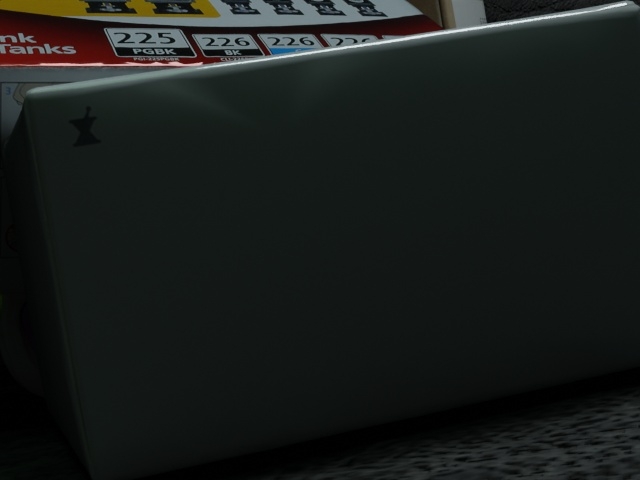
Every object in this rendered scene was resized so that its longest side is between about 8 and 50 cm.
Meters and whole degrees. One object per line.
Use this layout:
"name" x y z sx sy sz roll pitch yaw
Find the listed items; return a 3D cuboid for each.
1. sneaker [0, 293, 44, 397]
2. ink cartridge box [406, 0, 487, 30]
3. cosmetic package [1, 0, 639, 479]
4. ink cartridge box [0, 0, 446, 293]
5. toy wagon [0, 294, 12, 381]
"sneaker" -0.118 0.036 0.872 0.114 0.152 0.305 18 26 4
"ink cartridge box" 0.036 -0.071 1.014 0.193 0.235 0.088 -8 3 29
"cosmetic package" -0.006 -0.001 0.568 0.224 0.138 0.224 -10 0 -14
"ink cartridge box" -0.103 -0.086 0.801 0.309 0.130 0.272 -3 25 -19
"toy wagon" -0.303 0.077 0.963 0.267 0.068 0.344 -9 1 30
